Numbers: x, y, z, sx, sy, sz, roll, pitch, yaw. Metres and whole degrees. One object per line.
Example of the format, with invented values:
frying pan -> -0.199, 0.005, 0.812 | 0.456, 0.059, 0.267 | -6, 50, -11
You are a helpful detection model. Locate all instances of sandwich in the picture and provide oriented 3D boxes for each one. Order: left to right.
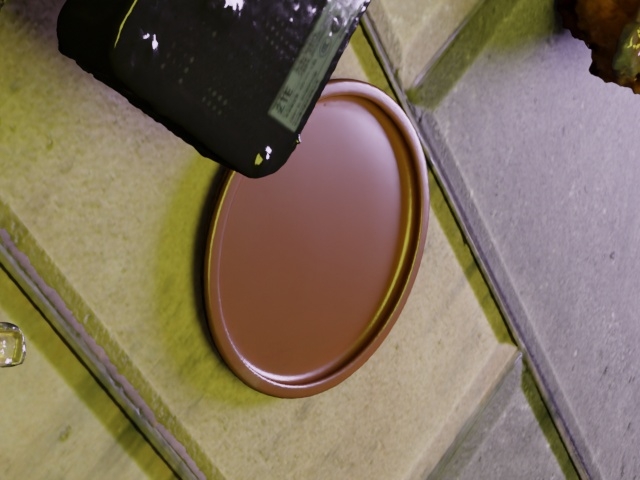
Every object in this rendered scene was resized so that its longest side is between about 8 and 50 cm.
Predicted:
sandwich -> 0.340, -0.250, 1.269 | 0.301, 0.162, 0.250 | -53, 132, -25

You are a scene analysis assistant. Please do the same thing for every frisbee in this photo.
frisbee -> 0.000, 0.000, 1.086 | 0.251, 0.021, 0.250 | -19, 118, -42

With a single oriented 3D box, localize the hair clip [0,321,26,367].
hair clip -> -0.259, 0.060, 0.796 | 0.214, 0.056, 0.062 | 10, 80, -58

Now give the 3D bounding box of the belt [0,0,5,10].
belt -> -0.276, -0.179, 0.631 | 0.325, 0.122, 0.260 | 33, 83, -50

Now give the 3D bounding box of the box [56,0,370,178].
box -> -0.012, -0.223, 0.856 | 0.350, 0.058, 0.211 | -63, 152, -4
